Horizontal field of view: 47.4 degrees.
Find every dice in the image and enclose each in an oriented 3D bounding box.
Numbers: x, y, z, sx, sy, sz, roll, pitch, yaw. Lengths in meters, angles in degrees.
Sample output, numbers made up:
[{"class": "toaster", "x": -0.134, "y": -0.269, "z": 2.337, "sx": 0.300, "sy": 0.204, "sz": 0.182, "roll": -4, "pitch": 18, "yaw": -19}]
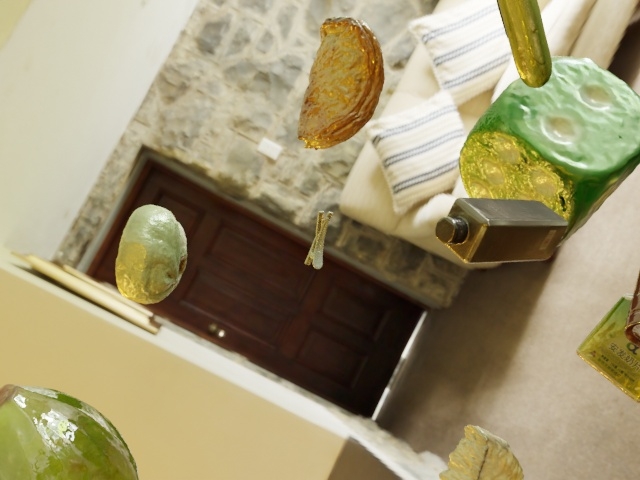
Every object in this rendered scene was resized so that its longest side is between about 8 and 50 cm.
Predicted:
[{"class": "dice", "x": 0.483, "y": -0.178, "z": 1.513, "sx": 0.300, "sy": 0.287, "sz": 0.297, "roll": -39, "pitch": -16, "yaw": -21}]

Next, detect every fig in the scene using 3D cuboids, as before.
[{"class": "fig", "x": -0.430, "y": 0.362, "z": 1.093, "sx": 0.316, "sy": 0.316, "sz": 0.316, "roll": -61, "pitch": 6, "yaw": 11}]

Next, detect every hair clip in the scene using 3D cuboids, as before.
[{"class": "hair clip", "x": 0.001, "y": 0.000, "z": 1.377, "sx": 0.039, "sy": 0.030, "sz": 0.115, "roll": 42, "pitch": 126, "yaw": 54}]

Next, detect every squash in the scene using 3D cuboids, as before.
[{"class": "squash", "x": 0.370, "y": -0.394, "z": 1.329, "sx": 0.069, "sy": 0.239, "sz": 0.069, "roll": -20, "pitch": 15, "yaw": 5}]

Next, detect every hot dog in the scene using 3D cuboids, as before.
[{"class": "hot dog", "x": 0.040, "y": -0.297, "z": 1.424, "sx": 0.175, "sy": 0.114, "sz": 0.259, "roll": 21, "pitch": 100, "yaw": 51}]

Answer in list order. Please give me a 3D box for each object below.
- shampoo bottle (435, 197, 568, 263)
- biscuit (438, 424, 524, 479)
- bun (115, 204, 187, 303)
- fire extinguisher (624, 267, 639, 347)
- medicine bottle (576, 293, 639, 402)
[{"class": "shampoo bottle", "x": 0.278, "y": -0.016, "z": 1.145, "sx": 0.079, "sy": 0.246, "sz": 0.080, "roll": 47, "pitch": 125, "yaw": 41}, {"class": "biscuit", "x": 0.310, "y": 0.500, "z": 1.394, "sx": 0.084, "sy": 0.179, "sz": 0.281, "roll": -147, "pitch": 72, "yaw": -69}, {"class": "bun", "x": -0.325, "y": 0.029, "z": 1.438, "sx": 0.195, "sy": 0.118, "sz": 0.195, "roll": 10, "pitch": -90, "yaw": -88}, {"class": "fire extinguisher", "x": 0.425, "y": 0.018, "z": 0.897, "sx": 0.106, "sy": 0.075, "sz": 0.252, "roll": -32, "pitch": 28, "yaw": 59}, {"class": "medicine bottle", "x": 0.532, "y": 0.154, "z": 1.197, "sx": 0.188, "sy": 0.132, "sz": 0.088, "roll": -53, "pitch": -27, "yaw": 9}]
